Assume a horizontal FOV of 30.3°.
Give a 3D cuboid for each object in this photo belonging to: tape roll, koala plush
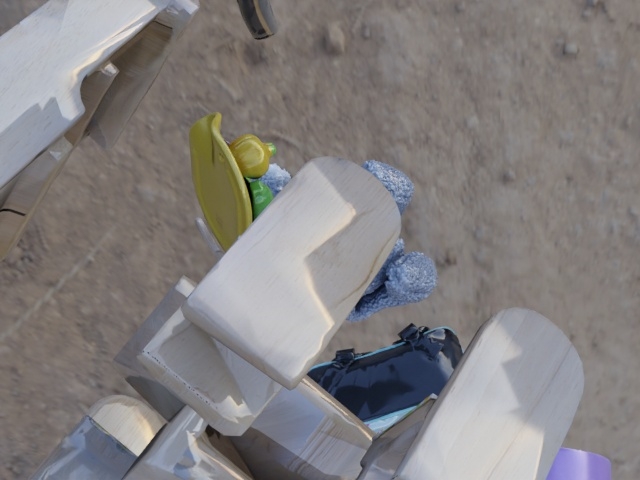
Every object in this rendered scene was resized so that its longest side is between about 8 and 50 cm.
[{"bbox_3d":[0.272,0.316,1.494,0.189,0.189,0.080,2,70,9],"label":"tape roll"},{"bbox_3d":[0.000,0.000,1.495,0.203,0.221,0.196,-28,61,26],"label":"koala plush"}]

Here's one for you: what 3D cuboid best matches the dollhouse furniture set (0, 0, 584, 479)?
[{"bbox_3d":[-0.077,0.043,0.768,0.394,0.362,0.256,40,49,-3],"label":"dollhouse furniture set"}]

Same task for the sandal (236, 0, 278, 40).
[{"bbox_3d":[-0.025,-0.195,0.607,0.060,0.219,0.090,-6,45,-7],"label":"sandal"}]

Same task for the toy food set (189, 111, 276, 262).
[{"bbox_3d":[-0.081,-0.049,1.263,0.071,0.218,0.128,-24,59,-20],"label":"toy food set"}]

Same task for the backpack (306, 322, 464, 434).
[{"bbox_3d":[0.085,0.185,1.138,0.166,0.188,0.144,-22,61,3],"label":"backpack"}]
